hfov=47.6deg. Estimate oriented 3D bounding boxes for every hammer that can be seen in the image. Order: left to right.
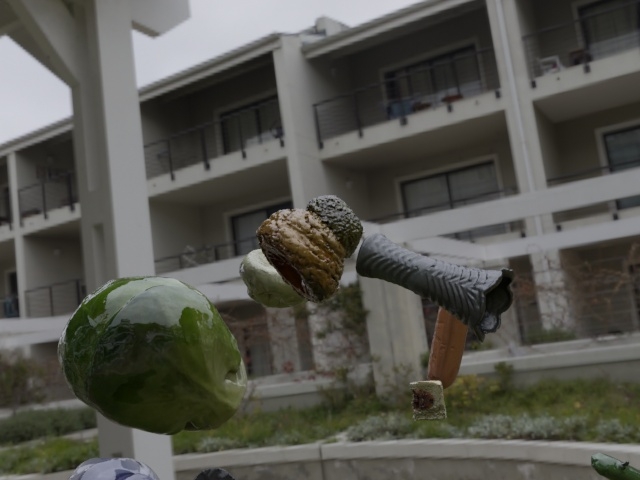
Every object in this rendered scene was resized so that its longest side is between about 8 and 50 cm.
[{"bbox_3d":[0.761,0.560,1.667,0.335,0.119,0.206,28,18,-12],"label":"hammer"}]

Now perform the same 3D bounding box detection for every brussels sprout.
[{"bbox_3d":[-0.310,0.220,1.382,0.354,0.289,0.281,36,-11,-6],"label":"brussels sprout"}]

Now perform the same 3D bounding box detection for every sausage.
[{"bbox_3d":[0.336,0.241,1.881,0.086,0.289,0.086,10,-2,0],"label":"sausage"}]

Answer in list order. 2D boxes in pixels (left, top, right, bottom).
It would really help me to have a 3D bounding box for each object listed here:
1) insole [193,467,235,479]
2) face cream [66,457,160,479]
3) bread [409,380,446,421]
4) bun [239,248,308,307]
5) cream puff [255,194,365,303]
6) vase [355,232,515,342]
[{"bbox_3d":[-0.132,0.557,1.241,0.119,0.348,0.009,-24,-11,-22],"label":"insole"},{"bbox_3d":[-0.343,0.446,1.040,0.137,0.235,0.420,4,-39,-41],"label":"face cream"},{"bbox_3d":[0.218,0.324,1.468,0.070,0.083,0.035,-3,1,15],"label":"bread"},{"bbox_3d":[-0.101,0.103,1.827,0.231,0.133,0.231,7,13,-2],"label":"bun"},{"bbox_3d":[0.000,0.000,1.288,0.169,0.183,0.183,-43,2,-17],"label":"cream puff"},{"bbox_3d":[0.170,0.058,1.126,0.237,0.116,0.115,23,11,34],"label":"vase"}]
